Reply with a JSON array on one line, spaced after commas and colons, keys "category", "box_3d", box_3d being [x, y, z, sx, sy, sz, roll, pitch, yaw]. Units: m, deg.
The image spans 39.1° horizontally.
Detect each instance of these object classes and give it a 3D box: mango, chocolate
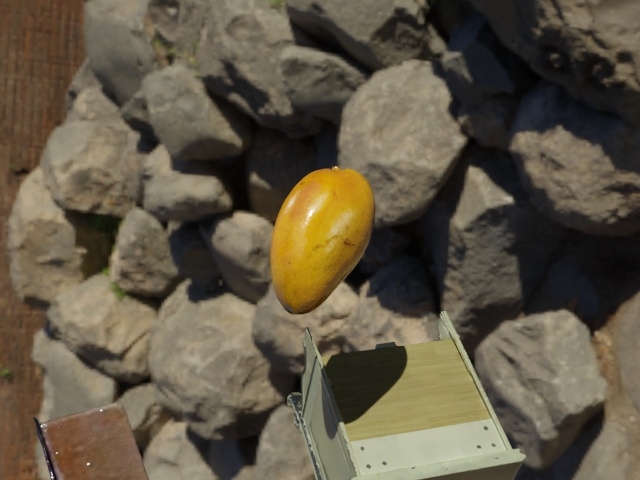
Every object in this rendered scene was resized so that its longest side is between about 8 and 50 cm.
[{"category": "mango", "box_3d": [0.000, 0.000, 1.218, 0.112, 0.145, 0.219, 5, 60, 36]}, {"category": "chocolate", "box_3d": [-0.251, 0.354, 1.121, 0.321, 0.111, 0.112, 65, 161, 13]}]

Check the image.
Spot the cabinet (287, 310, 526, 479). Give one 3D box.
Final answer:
[{"category": "cabinet", "box_3d": [0.124, 0.318, 1.519, 0.228, 0.289, 0.318, 100, 157, -44]}]
